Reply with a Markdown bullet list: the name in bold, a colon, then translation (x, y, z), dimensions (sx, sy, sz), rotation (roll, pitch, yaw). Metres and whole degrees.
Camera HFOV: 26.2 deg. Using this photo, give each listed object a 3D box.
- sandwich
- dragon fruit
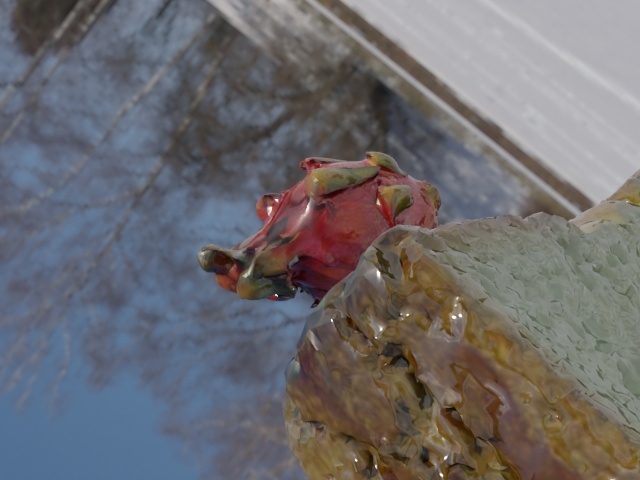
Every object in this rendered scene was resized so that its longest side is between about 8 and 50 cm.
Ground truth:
- **sandwich**: translation (0.153, 0.076, 0.446), dimensions (0.254, 0.100, 0.288), rotation (37, -151, 20)
- **dragon fruit**: translation (0.000, 0.000, 1.151), dimensions (0.150, 0.207, 0.133), rotation (88, 169, -65)
